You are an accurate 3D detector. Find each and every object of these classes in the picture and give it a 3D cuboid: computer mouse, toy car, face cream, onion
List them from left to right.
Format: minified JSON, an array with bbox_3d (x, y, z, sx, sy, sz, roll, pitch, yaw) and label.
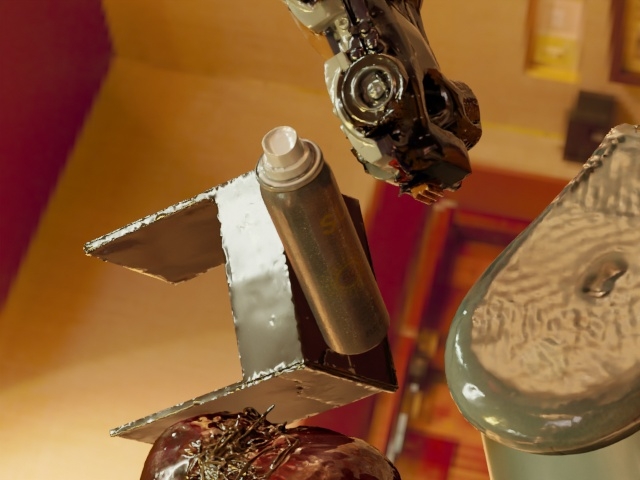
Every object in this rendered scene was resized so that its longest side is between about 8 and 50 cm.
[{"bbox_3d":[-0.051,0.268,1.614,0.221,0.281,0.281,-58,-22,-28],"label":"onion"},{"bbox_3d":[0.000,0.000,1.681,0.283,0.073,0.073,67,-147,-44],"label":"face cream"},{"bbox_3d":[0.049,-0.173,1.636,0.193,0.118,0.301,14,-129,-62],"label":"toy car"},{"bbox_3d":[0.245,0.045,1.386,0.371,0.188,0.122,-49,-33,-26],"label":"computer mouse"}]

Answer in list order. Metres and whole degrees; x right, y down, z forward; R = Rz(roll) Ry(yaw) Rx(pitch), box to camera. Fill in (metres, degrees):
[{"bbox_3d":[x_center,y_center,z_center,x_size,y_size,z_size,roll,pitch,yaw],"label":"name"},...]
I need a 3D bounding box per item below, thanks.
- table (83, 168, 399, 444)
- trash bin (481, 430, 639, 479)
[{"bbox_3d":[-0.097,0.089,1.996,0.196,0.282,0.250,20,-127,-55],"label":"table"},{"bbox_3d":[0.330,0.330,1.850,0.280,0.280,0.432,83,176,-54],"label":"trash bin"}]
